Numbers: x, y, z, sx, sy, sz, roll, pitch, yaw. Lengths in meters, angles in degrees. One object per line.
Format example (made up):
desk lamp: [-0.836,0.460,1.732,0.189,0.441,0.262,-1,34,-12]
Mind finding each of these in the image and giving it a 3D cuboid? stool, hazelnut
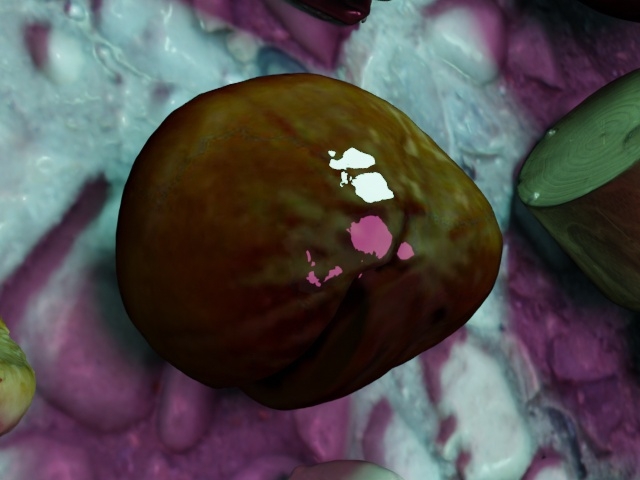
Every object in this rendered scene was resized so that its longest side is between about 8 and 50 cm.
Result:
stool: [0.317,-0.001,0.979,0.264,0.179,0.179,46,55,-18]
hazelnut: [0.000,0.000,0.725,0.251,0.217,0.217,9,73,-34]

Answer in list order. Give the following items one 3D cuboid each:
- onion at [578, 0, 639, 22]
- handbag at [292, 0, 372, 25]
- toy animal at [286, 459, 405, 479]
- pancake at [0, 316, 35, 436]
onion: [0.316,-0.319,0.997,0.336,0.282,0.260,17,65,-33]
handbag: [-0.022,-0.290,0.870,0.216,0.074,0.203,20,66,-31]
toy animal: [0.064,0.274,0.738,0.140,0.138,0.282,-34,96,-6]
pancake: [-0.240,-0.016,0.538,0.049,0.282,0.282,-43,106,-5]
